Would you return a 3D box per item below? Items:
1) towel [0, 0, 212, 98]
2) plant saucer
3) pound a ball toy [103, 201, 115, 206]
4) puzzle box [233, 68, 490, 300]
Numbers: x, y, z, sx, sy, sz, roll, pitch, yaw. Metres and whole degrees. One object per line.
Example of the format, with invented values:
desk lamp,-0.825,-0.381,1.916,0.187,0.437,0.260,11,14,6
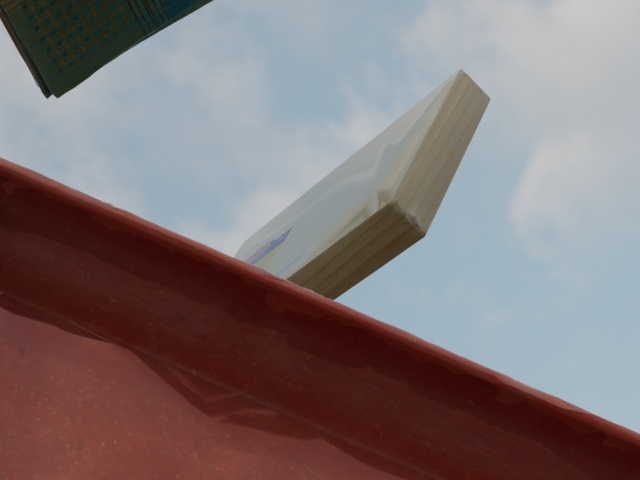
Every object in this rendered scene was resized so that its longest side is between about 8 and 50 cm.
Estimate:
towel,-0.271,-0.371,1.430,0.271,0.040,0.370,-34,-49,-13
plant saucer,-0.038,0.115,0.331,0.258,0.259,0.048,23,-47,0
pound a ball toy,-0.365,0.076,1.375,0.319,0.208,0.136,-5,-55,-11
puzzle box,0.000,0.000,1.419,0.052,0.272,0.409,43,-50,-12
